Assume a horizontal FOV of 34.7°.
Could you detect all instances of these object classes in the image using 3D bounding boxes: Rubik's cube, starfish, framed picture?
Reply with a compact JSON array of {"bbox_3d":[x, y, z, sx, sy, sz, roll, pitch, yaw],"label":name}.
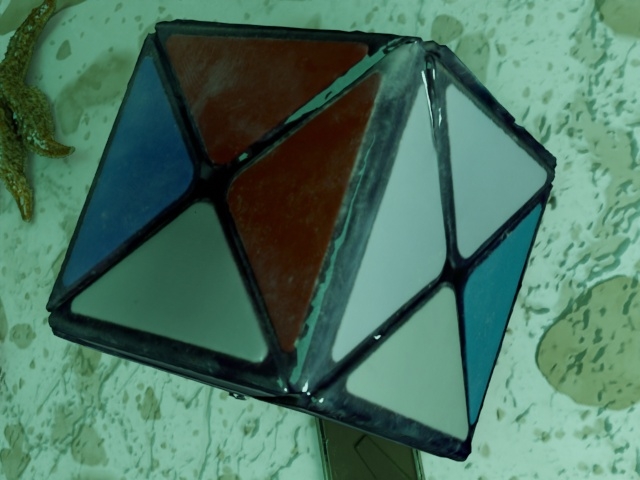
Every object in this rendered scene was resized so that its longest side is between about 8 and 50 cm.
[{"bbox_3d":[0.000,0.000,0.912,0.307,0.310,0.305,10,77,36],"label":"Rubik's cube"},{"bbox_3d":[-0.447,-0.155,1.390,0.301,0.084,0.293,-27,62,20],"label":"starfish"},{"bbox_3d":[0.048,0.211,1.003,0.109,0.011,0.149,-21,67,28],"label":"framed picture"}]
